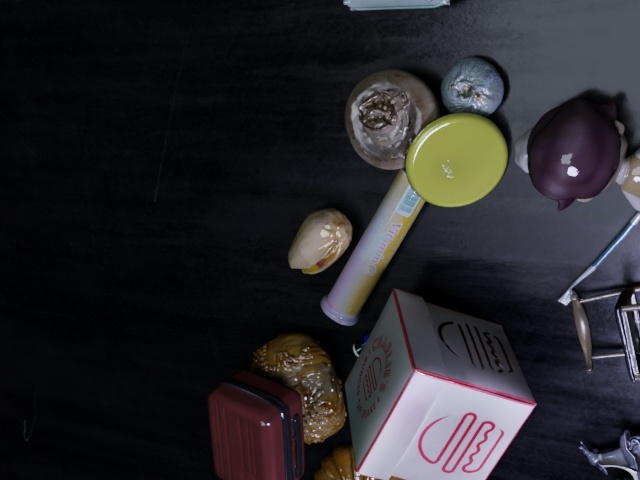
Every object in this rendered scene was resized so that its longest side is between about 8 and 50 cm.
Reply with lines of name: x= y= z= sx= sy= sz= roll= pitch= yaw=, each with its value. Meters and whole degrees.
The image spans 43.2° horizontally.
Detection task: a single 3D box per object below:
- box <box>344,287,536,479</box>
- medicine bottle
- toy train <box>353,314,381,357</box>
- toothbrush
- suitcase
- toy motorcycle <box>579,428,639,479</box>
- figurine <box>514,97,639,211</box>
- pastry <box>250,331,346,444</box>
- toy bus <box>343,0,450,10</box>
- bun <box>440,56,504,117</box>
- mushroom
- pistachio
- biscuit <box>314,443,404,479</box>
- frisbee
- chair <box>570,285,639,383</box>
box: x=0.256 y=0.347 z=1.840 sx=0.300 sy=0.314 sz=0.312 roll=18 pitch=117 yaw=-14
medicine bottle: x=0.142 y=0.015 z=1.972 sx=0.108 sy=0.108 sz=0.426 roll=36 pitch=116 yaw=13
toy train: x=0.171 y=0.251 z=2.038 sx=0.204 sy=0.082 sz=0.131 roll=-37 pitch=87 yaw=29
toothbrush: x=0.618 y=0.043 z=1.780 sx=0.025 sy=0.019 sz=0.276 roll=38 pitch=119 yaw=6
suitcase: x=-0.161 y=0.496 z=2.062 sx=0.236 sy=0.161 sz=0.297 roll=17 pitch=121 yaw=32
toy motorcycle: x=0.700 y=0.553 z=1.853 sx=0.157 sy=0.091 sz=0.263 roll=-9 pitch=103 yaw=34
figurine: x=0.602 y=-0.168 z=1.663 sx=0.364 sy=0.206 sz=0.218 roll=10 pitch=135 yaw=-1
pastry: x=-0.063 y=0.405 z=2.161 sx=0.255 sy=0.162 sz=0.311 roll=-22 pitch=93 yaw=33
toy bus: x=0.178 y=-0.585 z=1.752 sx=0.276 sy=0.133 sz=0.165 roll=7 pitch=108 yaw=27
bun: x=0.331 y=-0.332 z=1.778 sx=0.140 sy=0.083 sz=0.141 roll=6 pitch=106 yaw=23
mushroom: x=0.159 y=-0.272 z=1.830 sx=0.226 sy=0.178 sz=0.227 roll=4 pitch=103 yaw=19
pistachio: x=0.000 y=0.000 z=2.037 sx=0.200 sy=0.117 sz=0.145 roll=-48 pitch=43 yaw=37
biscuit: x=0.119 y=0.711 z=2.196 sx=0.325 sy=0.107 sz=0.326 roll=7 pitch=105 yaw=27
frisbee: x=0.305 y=-0.175 z=1.802 sx=0.235 sy=0.017 sz=0.236 roll=-3 pitch=123 yaw=-5
chair: x=0.666 y=0.195 z=1.715 sx=0.272 sy=0.166 sz=0.188 roll=-11 pitch=100 yaw=29
